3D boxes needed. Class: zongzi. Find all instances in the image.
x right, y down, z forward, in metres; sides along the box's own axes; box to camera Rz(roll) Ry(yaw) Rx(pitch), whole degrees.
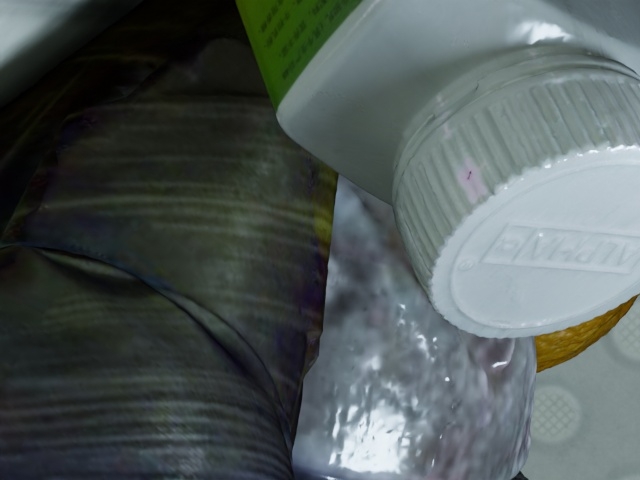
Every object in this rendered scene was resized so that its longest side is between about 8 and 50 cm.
[{"bbox_3d":[-0.145,0.065,0.619,0.403,0.208,0.432,-33,-150,44],"label":"zongzi"}]

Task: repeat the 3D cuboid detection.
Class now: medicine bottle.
[{"bbox_3d":[0.046,-0.068,0.473,0.132,0.188,0.088,17,130,-38],"label":"medicine bottle"}]

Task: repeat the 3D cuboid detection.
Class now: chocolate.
[{"bbox_3d":[0.000,0.000,0.790,0.303,0.303,0.213,-33,138,-82],"label":"chocolate"}]

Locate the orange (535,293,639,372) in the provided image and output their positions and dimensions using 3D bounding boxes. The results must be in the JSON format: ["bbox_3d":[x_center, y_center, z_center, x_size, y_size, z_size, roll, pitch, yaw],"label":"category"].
[{"bbox_3d":[0.133,-0.060,1.144,0.322,0.322,0.357,-44,166,-20],"label":"orange"}]
